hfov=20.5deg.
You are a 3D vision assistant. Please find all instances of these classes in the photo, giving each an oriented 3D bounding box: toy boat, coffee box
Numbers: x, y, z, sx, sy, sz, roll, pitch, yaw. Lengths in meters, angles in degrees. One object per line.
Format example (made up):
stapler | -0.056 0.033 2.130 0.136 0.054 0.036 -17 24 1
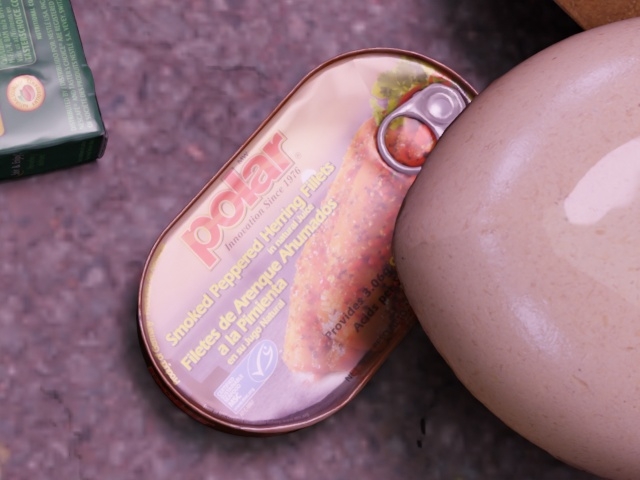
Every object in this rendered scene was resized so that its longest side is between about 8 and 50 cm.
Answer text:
toy boat | 0.152 0.070 0.696 0.268 0.148 0.318 6 81 -9
coffee box | -0.192 -0.071 0.737 0.184 0.040 0.113 -14 78 -14

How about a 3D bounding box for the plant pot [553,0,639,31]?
plant pot | 0.193 -0.190 0.744 0.237 0.237 0.254 44 103 2

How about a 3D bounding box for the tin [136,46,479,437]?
tin | 0.000 0.000 0.759 0.106 0.040 0.189 43 72 -2
